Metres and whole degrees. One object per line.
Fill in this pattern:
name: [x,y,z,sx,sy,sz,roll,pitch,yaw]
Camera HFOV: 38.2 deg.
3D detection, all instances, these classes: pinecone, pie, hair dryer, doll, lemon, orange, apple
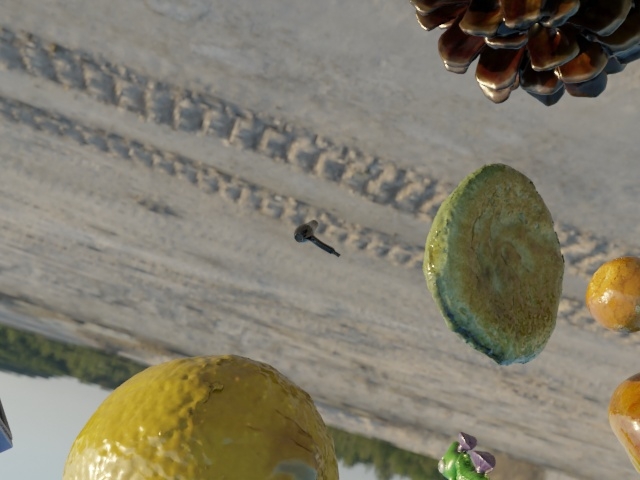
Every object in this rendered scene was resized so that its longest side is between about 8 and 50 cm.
pinecone: [0.304,-0.405,1.365,0.397,0.398,0.398,17,169,3]
pie: [0.268,0.036,1.384,0.070,0.323,0.323,-7,155,45]
hair dryer: [0.000,0.000,1.480,0.083,0.031,0.079,36,-155,7]
doll: [0.232,0.375,1.440,0.050,0.115,0.190,15,-174,-20]
lemon: [-0.088,0.181,0.669,0.192,0.192,0.231,25,140,-34]
orange: [0.310,0.056,0.934,0.070,0.083,0.083,34,167,-7]
apple: [0.539,0.294,1.357,0.235,0.173,0.210,55,-170,-17]

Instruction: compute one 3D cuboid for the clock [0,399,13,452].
clock: [-0.438,0.158,1.098,0.073,0.193,0.145,-21,152,-15]
